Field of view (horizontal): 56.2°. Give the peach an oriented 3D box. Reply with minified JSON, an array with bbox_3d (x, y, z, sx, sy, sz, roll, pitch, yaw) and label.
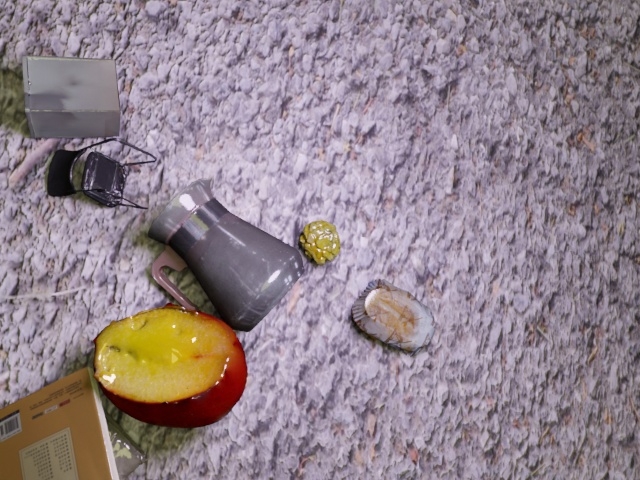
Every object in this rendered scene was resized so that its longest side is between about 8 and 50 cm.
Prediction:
[{"bbox_3d":[-0.340,0.279,1.353,0.338,0.281,0.281,27,70,-29],"label":"peach"}]

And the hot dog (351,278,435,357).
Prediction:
[{"bbox_3d":[0.208,0.216,1.682,0.270,0.081,0.163,31,78,-20],"label":"hot dog"}]

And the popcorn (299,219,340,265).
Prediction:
[{"bbox_3d":[0.000,0.000,1.639,0.120,0.116,0.106,29,27,-16],"label":"popcorn"}]

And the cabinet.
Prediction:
[{"bbox_3d":[-0.599,-0.343,1.454,0.205,0.150,0.145,-4,75,-22],"label":"cabinet"}]

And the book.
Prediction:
[{"bbox_3d":[-0.547,0.488,1.231,0.268,0.032,0.389,-25,63,3],"label":"book"}]

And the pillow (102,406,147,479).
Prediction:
[{"bbox_3d":[-0.498,0.475,1.361,0.134,0.078,0.181,-44,99,-20],"label":"pillow"}]

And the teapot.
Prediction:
[{"bbox_3d":[-0.245,0.051,1.478,0.344,0.253,0.300,43,99,0],"label":"teapot"}]

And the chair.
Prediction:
[{"bbox_3d":[-0.538,-0.154,1.468,0.145,0.221,0.140,32,61,-58],"label":"chair"}]
